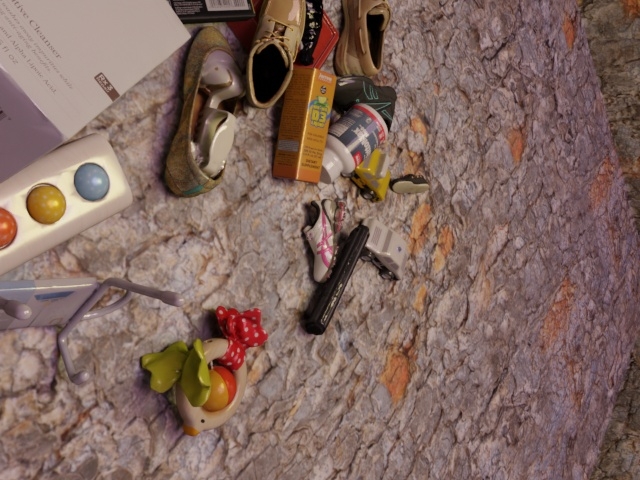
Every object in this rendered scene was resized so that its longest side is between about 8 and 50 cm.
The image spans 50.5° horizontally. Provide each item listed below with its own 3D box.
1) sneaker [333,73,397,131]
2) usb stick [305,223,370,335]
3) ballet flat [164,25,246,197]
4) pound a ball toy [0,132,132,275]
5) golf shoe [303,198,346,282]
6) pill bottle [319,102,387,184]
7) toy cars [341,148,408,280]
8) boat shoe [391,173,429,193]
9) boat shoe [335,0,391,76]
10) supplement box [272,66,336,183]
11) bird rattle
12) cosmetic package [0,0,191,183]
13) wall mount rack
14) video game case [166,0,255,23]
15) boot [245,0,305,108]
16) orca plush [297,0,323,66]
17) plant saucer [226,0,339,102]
[{"bbox_3d":[0.099,-0.325,1.608,0.267,0.101,0.106,2,87,-49],"label":"sneaker"},{"bbox_3d":[0.041,0.086,1.517,0.045,0.077,0.278,27,64,1],"label":"usb stick"},{"bbox_3d":[-0.196,-0.244,1.250,0.123,0.123,0.349,27,66,-44],"label":"ballet flat"},{"bbox_3d":[-0.438,-0.072,0.939,0.319,0.135,0.208,-38,115,-45],"label":"pound a ball toy"},{"bbox_3d":[0.000,0.000,1.504,0.085,0.067,0.186,10,89,-7],"label":"golf shoe"},{"bbox_3d":[0.055,-0.212,1.519,0.180,0.108,0.108,-45,122,-18],"label":"pill bottle"},{"bbox_3d":[0.148,-0.076,1.651,0.176,0.087,0.394,-27,107,-47],"label":"toy cars"},{"bbox_3d":[0.232,-0.151,1.791,0.133,0.049,0.042,-3,61,-42],"label":"boat shoe"},{"bbox_3d":[0.122,-0.542,1.646,0.121,0.110,0.341,21,70,-46],"label":"boat shoe"},{"bbox_3d":[-0.034,-0.242,1.428,0.078,0.080,0.234,4,95,-48],"label":"supplement box"},{"bbox_3d":[-0.198,0.235,1.235,0.253,0.143,0.207,-28,120,-60],"label":"bird rattle"},{"bbox_3d":[-0.363,-0.275,0.939,0.217,0.156,0.385,54,33,-24],"label":"cosmetic package"},{"bbox_3d":[-0.360,0.107,0.890,0.350,0.304,0.130,-1,58,-49],"label":"wall mount rack"},{"bbox_3d":[-0.261,-0.519,1.228,0.274,0.035,0.248,-20,98,-41],"label":"video game case"},{"bbox_3d":[-0.084,-0.377,1.283,0.095,0.203,0.262,17,100,-8],"label":"boot"},{"bbox_3d":[-0.030,-0.514,1.402,0.151,0.102,0.287,0,87,-49],"label":"orca plush"},{"bbox_3d":[-0.064,-0.462,1.473,0.258,0.047,0.259,51,52,-33],"label":"plant saucer"}]
